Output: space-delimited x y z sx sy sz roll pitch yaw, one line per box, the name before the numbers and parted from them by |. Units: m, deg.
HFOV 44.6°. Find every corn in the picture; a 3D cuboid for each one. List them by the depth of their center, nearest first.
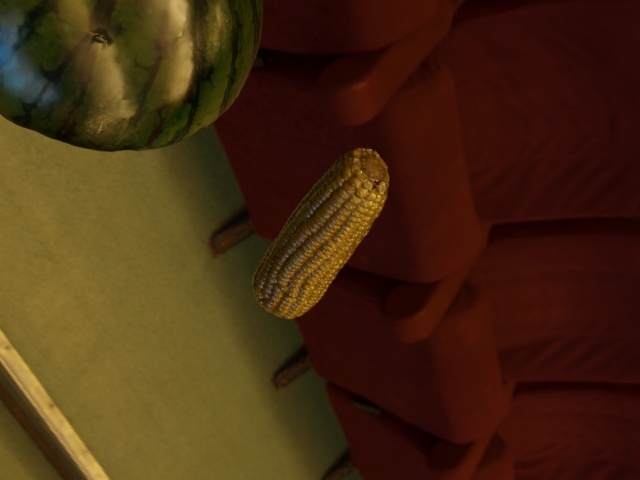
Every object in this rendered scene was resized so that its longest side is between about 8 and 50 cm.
corn | 0.000 0.000 0.786 0.080 0.080 0.231 -17 156 -41

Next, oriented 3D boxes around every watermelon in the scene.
watermelon | -0.193 -0.259 0.695 0.331 0.330 0.189 -27 164 -36
